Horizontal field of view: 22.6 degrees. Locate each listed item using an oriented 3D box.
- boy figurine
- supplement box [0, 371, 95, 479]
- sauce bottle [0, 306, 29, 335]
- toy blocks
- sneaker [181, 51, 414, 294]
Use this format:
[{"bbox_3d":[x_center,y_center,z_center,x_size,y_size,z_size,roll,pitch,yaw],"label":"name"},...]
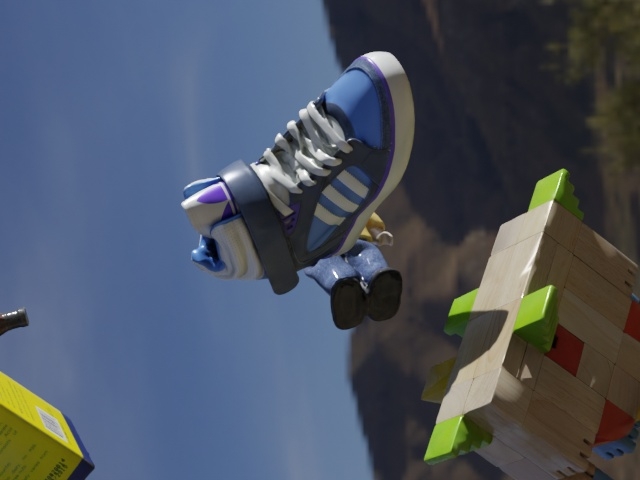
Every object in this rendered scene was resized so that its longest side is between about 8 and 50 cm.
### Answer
[{"bbox_3d":[0.000,0.000,2.138,0.285,0.177,0.092,-127,29,-49],"label":"boy figurine"},{"bbox_3d":[-0.537,0.276,2.319,0.356,0.194,0.195,39,180,-26],"label":"supplement box"},{"bbox_3d":[-0.452,0.117,2.126,0.042,0.128,0.042,164,90,-87],"label":"sauce bottle"},{"bbox_3d":[0.295,0.148,1.842,0.191,0.261,0.381,-30,31,50],"label":"toy blocks"},{"bbox_3d":[-0.041,-0.073,1.873,0.130,0.236,0.323,57,142,29],"label":"sneaker"}]
